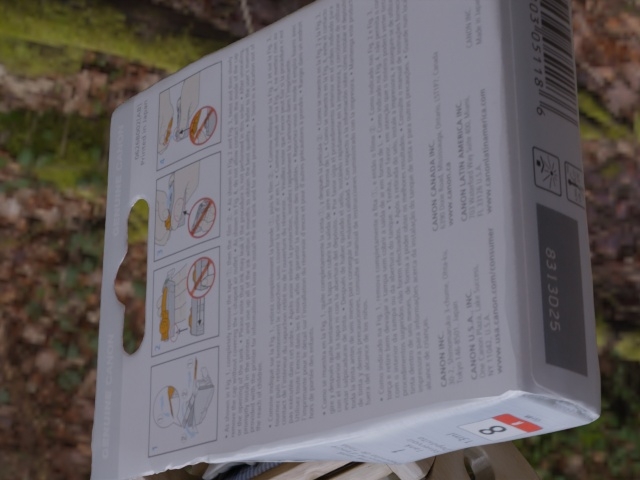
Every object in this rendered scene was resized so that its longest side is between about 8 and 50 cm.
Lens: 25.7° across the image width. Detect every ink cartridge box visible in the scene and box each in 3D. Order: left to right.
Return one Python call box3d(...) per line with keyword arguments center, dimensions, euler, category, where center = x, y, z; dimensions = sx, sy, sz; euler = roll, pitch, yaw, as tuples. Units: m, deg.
box3d(center=(0.000, 0.000, 0.440), dimensions=(0.045, 0.145, 0.179), euler=(18, 152, -40), category="ink cartridge box")

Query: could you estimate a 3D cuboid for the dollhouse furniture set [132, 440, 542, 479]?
box3d(center=(0.023, 0.073, 0.648), dimensions=(0.129, 0.183, 0.129), euler=(-30, 105, 33), category="dollhouse furniture set")
